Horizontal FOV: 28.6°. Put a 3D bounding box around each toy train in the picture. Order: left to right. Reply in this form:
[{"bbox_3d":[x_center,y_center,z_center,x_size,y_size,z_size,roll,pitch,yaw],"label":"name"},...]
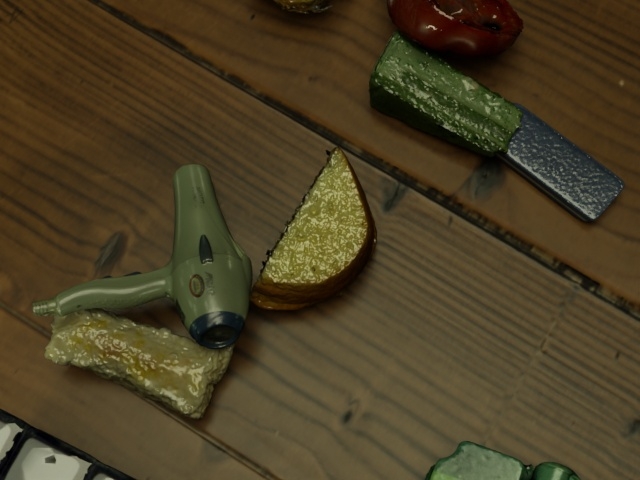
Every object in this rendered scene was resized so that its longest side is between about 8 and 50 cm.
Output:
[{"bbox_3d":[0.224,0.422,1.654,0.238,0.167,0.299,19,73,18],"label":"toy train"}]

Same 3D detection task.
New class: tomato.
[{"bbox_3d":[0.186,-0.336,1.883,0.228,0.228,0.101,35,117,12],"label":"tomato"}]

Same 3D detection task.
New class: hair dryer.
[{"bbox_3d":[-0.232,0.007,1.795,0.298,0.119,0.296,8,51,5],"label":"hair dryer"}]

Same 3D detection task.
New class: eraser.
[{"bbox_3d":[0.341,-0.119,1.873,0.225,0.036,0.082,38,77,13],"label":"eraser"}]

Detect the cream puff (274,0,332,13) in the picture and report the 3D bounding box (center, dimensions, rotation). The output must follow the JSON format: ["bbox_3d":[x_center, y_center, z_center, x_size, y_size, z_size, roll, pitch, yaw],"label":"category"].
[{"bbox_3d":[-0.033,-0.435,1.939,0.189,0.129,0.189,-1,63,2],"label":"cream puff"}]

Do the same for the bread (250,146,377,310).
[{"bbox_3d":[0.010,0.000,1.803,0.134,0.129,0.260,28,77,3],"label":"bread"}]

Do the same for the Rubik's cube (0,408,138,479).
[{"bbox_3d":[-0.369,0.408,1.600,0.301,0.305,0.304,24,73,10],"label":"Rubik's cube"}]

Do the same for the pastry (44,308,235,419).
[{"bbox_3d":[-0.261,0.167,1.777,0.258,0.089,0.122,16,61,8],"label":"pastry"}]

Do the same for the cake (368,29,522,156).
[{"bbox_3d":[0.185,-0.206,1.892,0.235,0.099,0.100,31,75,0],"label":"cake"}]
